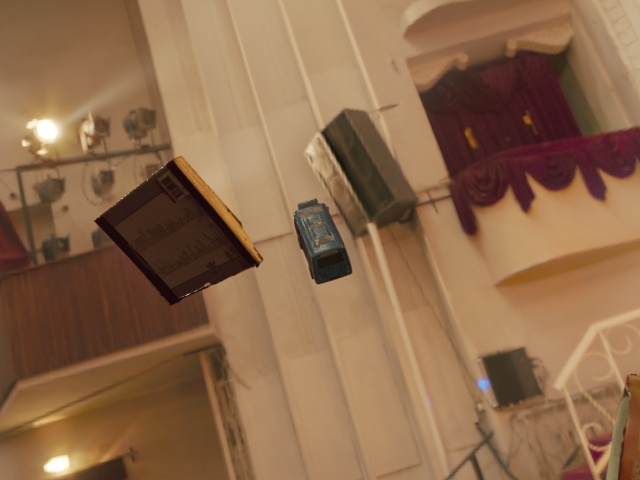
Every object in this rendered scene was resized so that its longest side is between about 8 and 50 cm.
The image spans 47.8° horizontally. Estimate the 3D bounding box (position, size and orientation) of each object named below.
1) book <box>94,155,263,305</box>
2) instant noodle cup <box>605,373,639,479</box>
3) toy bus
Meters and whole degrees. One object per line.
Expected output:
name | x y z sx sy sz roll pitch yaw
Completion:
book | -0.181 -0.005 0.906 0.231 0.157 0.026 -24 19 48
instant noodle cup | 0.334 0.212 0.591 0.183 0.230 0.230 9 -10 22
toy bus | 0.000 0.000 0.679 0.038 0.083 0.046 -18 -50 -5
